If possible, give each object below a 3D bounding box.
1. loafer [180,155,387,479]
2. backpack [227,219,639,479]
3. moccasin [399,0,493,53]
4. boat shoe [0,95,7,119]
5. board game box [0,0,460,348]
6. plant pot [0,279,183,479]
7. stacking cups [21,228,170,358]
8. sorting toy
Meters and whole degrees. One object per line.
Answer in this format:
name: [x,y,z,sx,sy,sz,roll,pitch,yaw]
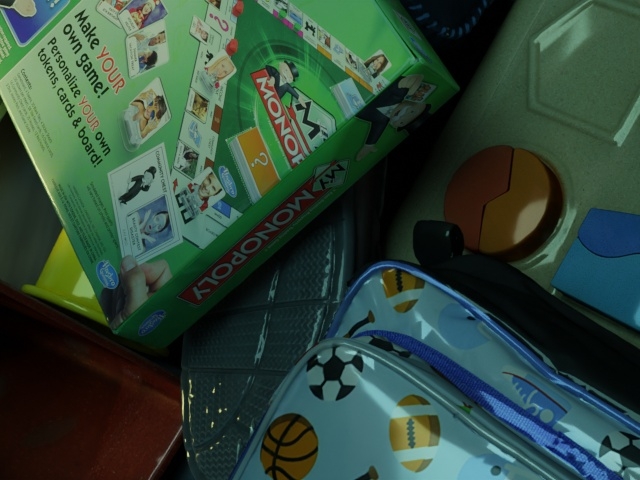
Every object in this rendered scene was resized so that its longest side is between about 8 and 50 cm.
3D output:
loafer: [0.000,0.000,0.892,0.109,0.095,0.302,-3,73,40]
backpack: [0.064,0.166,0.727,0.276,0.213,0.263,36,112,28]
moccasin: [0.102,-0.265,0.896,0.117,0.138,0.342,0,68,42]
boat shoe: [-0.283,-0.282,1.092,0.187,0.156,0.500,-6,70,21]
board game box: [-0.086,-0.128,0.881,0.213,0.046,0.317,-40,56,16]
plant pot: [-0.280,0.109,0.899,0.236,0.267,0.267,28,84,45]
stacking cups: [-0.066,-0.090,0.952,0.096,0.096,0.316,20,81,30]
sorting toy: [0.174,-0.084,0.839,0.229,0.041,0.307,27,87,40]
